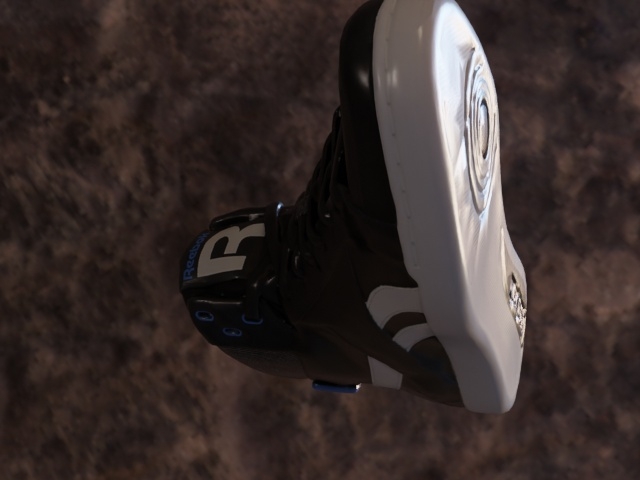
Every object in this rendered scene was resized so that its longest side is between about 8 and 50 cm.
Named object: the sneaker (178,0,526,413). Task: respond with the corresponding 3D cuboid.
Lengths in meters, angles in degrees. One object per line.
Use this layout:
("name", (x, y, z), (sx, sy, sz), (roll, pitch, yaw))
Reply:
("sneaker", (0.000, 0.000, 0.470), (0.121, 0.079, 0.217), (3, -31, 16))
